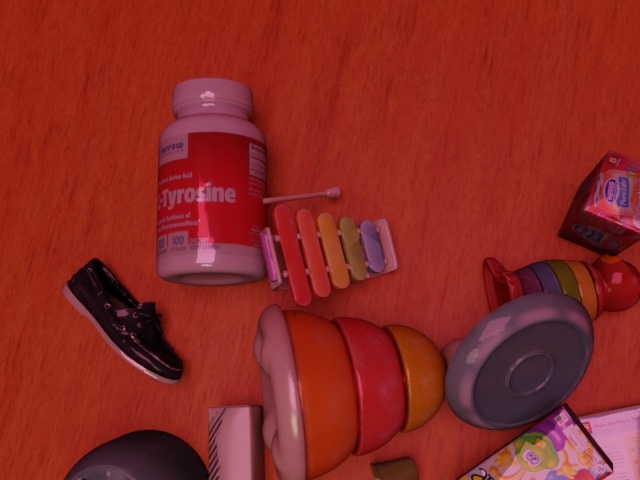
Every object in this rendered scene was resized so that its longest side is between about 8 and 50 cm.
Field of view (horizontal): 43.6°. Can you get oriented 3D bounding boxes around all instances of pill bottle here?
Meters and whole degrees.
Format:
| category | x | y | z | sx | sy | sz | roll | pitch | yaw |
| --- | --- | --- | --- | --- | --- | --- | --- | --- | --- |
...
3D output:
| category | x | y | z | sx | sy | sz | roll | pitch | yaw |
| --- | --- | --- | --- | --- | --- | --- | --- | --- | --- |
| pill bottle | -0.226 | -0.119 | 1.678 | 0.229 | 0.229 | 0.407 | -3 | 78 | 7 |

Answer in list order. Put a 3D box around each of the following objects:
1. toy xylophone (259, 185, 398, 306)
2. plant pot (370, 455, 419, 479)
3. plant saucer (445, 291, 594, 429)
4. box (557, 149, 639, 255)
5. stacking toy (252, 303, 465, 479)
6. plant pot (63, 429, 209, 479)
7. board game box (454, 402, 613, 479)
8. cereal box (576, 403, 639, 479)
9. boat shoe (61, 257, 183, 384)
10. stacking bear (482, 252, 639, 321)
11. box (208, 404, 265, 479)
| category | x | y | z | sx | sy | sz | roll | pitch | yaw |
| --- | --- | --- | --- | --- | --- | --- | --- | --- | --- |
| toy xylophone | 0.000 | 0.000 | 1.627 | 0.323 | 0.081 | 0.236 | -15 | 82 | -37 |
| plant pot | 0.151 | 0.467 | 1.590 | 0.079 | 0.083 | 0.083 | -19 | 76 | -9 |
| plant saucer | 0.385 | 0.240 | 1.498 | 0.317 | 0.317 | 0.043 | -36 | 36 | 0 |
| box | 0.557 | -0.062 | 1.541 | 0.123 | 0.257 | 0.128 | 25 | 83 | 10 |
| stacking toy | 0.123 | 0.272 | 1.544 | 0.480 | 0.350 | 0.350 | -7 | 77 | -9 |
| plant pot | -0.382 | 0.526 | 1.567 | 0.293 | 0.235 | 0.293 | -1 | 79 | 8 |
| board game box | 0.388 | 0.442 | 1.494 | 0.275 | 0.144 | 0.142 | -39 | 71 | 10 |
| cereal box | 0.575 | 0.448 | 1.543 | 0.173 | 0.047 | 0.240 | -12 | 77 | 7 |
| boat shoe | -0.400 | 0.162 | 1.699 | 0.340 | 0.127 | 0.113 | 40 | 98 | 23 |
| stacking bear | 0.489 | 0.101 | 1.574 | 0.289 | 0.175 | 0.164 | -10 | 104 | -4 |
| box | -0.167 | 0.472 | 1.612 | 0.094 | 0.113 | 0.275 | -5 | 77 | 9 |
